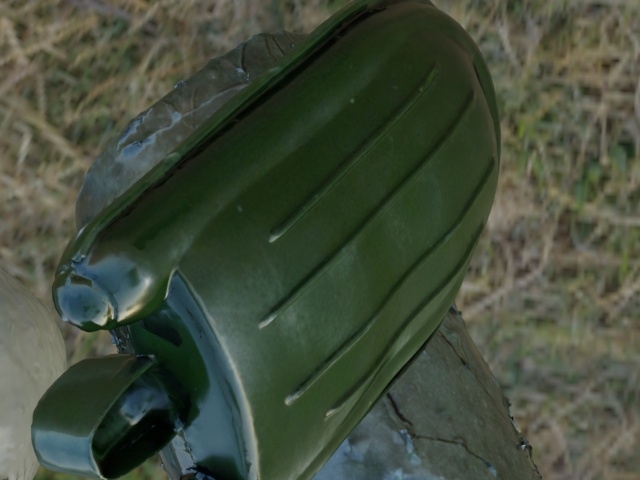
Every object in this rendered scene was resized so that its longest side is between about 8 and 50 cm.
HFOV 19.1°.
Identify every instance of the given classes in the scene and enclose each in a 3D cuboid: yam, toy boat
[{"bbox_3d":[-0.011,0.039,0.780,0.154,0.254,0.154,-17,151,-10],"label":"yam"},{"bbox_3d":[0.000,0.000,0.512,0.052,0.210,0.104,-2,120,35],"label":"toy boat"}]

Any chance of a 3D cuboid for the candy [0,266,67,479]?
[{"bbox_3d":[-0.254,0.087,0.909,0.295,0.295,0.185,-40,72,31],"label":"candy"}]
